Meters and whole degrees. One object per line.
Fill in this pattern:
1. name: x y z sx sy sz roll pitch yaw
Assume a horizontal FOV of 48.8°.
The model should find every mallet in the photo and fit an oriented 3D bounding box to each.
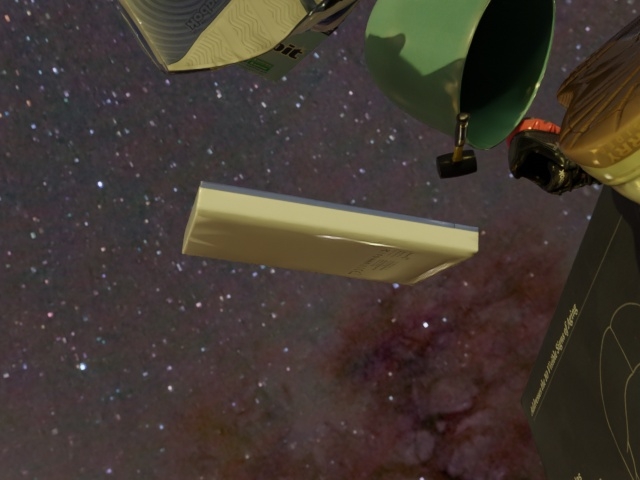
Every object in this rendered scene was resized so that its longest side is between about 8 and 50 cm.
1. mallet: 0.211 -0.139 1.025 0.062 0.039 0.190 -9 -17 -2

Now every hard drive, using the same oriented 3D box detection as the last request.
1. hard drive: 0.000 0.000 0.866 0.318 0.040 0.210 9 -16 -13

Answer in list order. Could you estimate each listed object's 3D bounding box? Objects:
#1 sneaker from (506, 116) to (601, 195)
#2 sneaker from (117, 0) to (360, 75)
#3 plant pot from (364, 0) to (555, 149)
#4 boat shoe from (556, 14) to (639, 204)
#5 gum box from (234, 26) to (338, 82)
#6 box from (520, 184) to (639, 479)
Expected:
1. sneaker: 0.454 -0.131 1.227 0.098 0.276 0.135 84 -155 -47
2. sneaker: -0.039 -0.254 0.729 0.315 0.127 0.182 -29 3 -9
3. plant pot: 0.219 -0.329 1.196 0.293 0.235 0.293 -31 -46 -37
4. boat shoe: 0.210 -0.084 0.432 0.104 0.089 0.285 -43 4 38
5. gum box: -0.087 -0.353 1.191 0.157 0.041 0.184 15 -29 -35
6. box: 0.448 0.228 0.709 0.297 0.472 0.480 -6 -42 -5
